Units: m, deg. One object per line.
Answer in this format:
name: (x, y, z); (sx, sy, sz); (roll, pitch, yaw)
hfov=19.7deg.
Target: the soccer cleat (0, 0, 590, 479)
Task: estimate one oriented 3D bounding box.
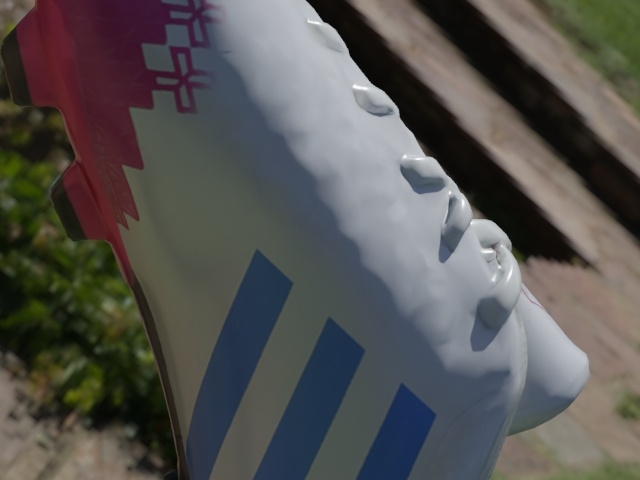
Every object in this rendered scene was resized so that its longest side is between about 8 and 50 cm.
soccer cleat: (0.000, 0.000, 0.558); (0.116, 0.143, 0.331); (-85, 163, -75)
